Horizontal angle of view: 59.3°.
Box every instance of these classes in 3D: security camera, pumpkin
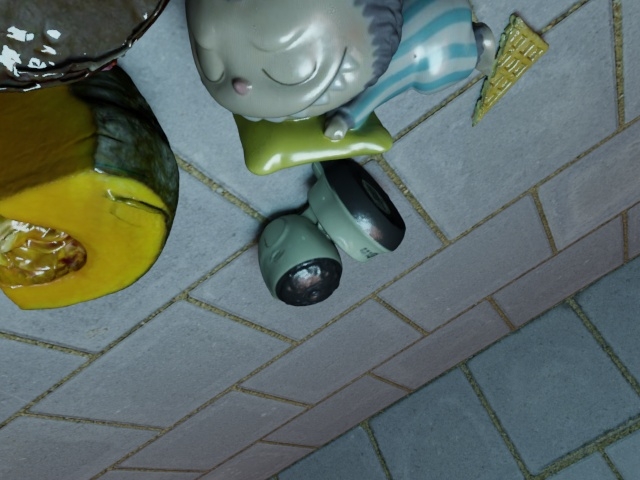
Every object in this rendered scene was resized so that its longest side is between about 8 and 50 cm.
[{"bbox_3d":[0.000,0.000,1.046,0.277,0.191,0.197,-38,147,18],"label":"security camera"},{"bbox_3d":[-0.312,-0.072,0.710,0.256,0.226,0.303,-8,149,-19],"label":"pumpkin"}]

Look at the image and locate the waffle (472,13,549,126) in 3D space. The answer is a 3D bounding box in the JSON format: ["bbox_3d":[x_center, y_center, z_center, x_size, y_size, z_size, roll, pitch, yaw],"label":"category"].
[{"bbox_3d":[0.303,-0.293,0.993,0.125,0.032,0.191,10,131,-45],"label":"waffle"}]

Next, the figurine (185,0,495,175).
[{"bbox_3d":[0.027,-0.298,0.590,0.361,0.266,0.378,-25,148,-14],"label":"figurine"}]

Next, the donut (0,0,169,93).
[{"bbox_3d":[-0.235,-0.292,0.457,0.259,0.136,0.345,1,114,-47],"label":"donut"}]
